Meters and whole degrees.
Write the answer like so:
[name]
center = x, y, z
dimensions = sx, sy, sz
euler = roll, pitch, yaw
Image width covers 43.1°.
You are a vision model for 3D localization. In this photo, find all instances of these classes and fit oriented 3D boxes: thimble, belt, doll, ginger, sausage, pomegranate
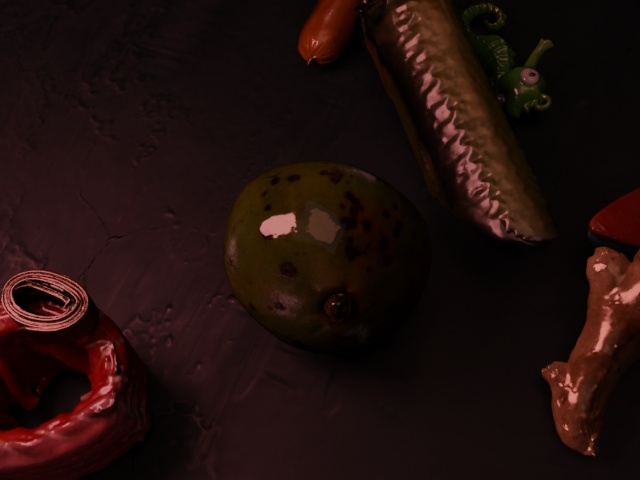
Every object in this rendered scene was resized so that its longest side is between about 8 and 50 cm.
[thimble]
center = -0.262, 0.141, 0.758
dimensions = 0.189, 0.125, 0.163
euler = -10, 63, -4
[belt]
center = -0.240, 0.059, 0.713
dimensions = 0.083, 0.036, 0.059
euler = 17, 62, 13
[doll]
center = 0.215, -0.220, 0.976
dimensions = 0.115, 0.050, 0.190
euler = -29, 59, -1
[ginger]
center = 0.319, 0.050, 0.768
dimensions = 0.147, 0.081, 0.334
euler = 34, 100, -3
[sausage]
center = 0.023, -0.285, 1.013
dimensions = 0.062, 0.054, 0.183
euler = 30, 63, -4
[pomegranate]
center = 0.000, 0.000, 0.806
dimensions = 0.202, 0.202, 0.248
euler = -9, 35, -4

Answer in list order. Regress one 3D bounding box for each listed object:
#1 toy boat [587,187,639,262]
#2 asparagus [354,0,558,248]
[toy boat]
center = 0.463, -0.028, 0.856
dimensions = 0.391, 0.079, 0.136
euler = -9, 64, -4
[asparagus]
center = 0.144, -0.140, 0.899
dimensions = 0.108, 0.128, 0.382
euler = 4, 59, -44
